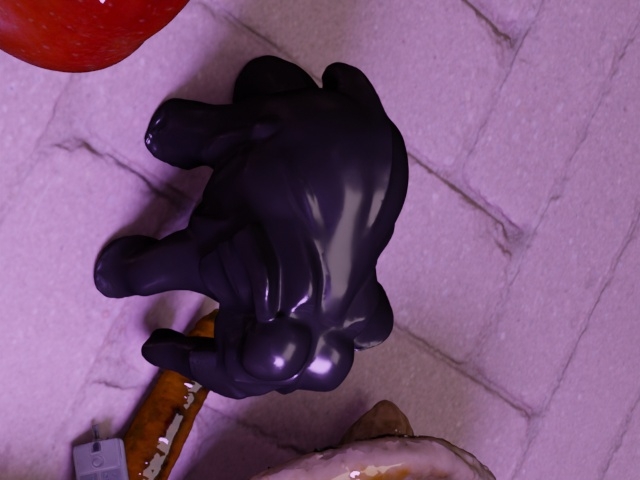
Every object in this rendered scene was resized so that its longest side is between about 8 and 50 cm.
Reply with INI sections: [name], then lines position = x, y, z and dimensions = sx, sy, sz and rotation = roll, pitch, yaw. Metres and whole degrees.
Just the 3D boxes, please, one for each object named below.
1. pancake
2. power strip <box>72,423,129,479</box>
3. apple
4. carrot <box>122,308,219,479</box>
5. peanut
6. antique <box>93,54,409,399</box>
[pancake]
position = 0.012, 0.338, 1.738
dimensions = 0.386, 0.082, 0.387
rotation = -16, 136, -16
[power strip]
position = -0.200, 0.237, 1.597
dimensions = 0.019, 0.050, 0.136
rotation = 55, 25, -73
[apple]
position = -0.186, -0.260, 1.339
dimensions = 0.216, 0.260, 0.260
rotation = 36, 77, -14
[carrot]
position = -0.163, 0.208, 1.640
dimensions = 0.066, 0.066, 0.314
rotation = 34, 80, -44
[peanut]
position = 0.046, 0.265, 1.839
dimensions = 0.083, 0.093, 0.194
rotation = 16, 98, -1
[antique]
position = -0.046, -0.014, 1.547
dimensions = 0.185, 0.255, 0.322
rotation = 22, 91, -47
